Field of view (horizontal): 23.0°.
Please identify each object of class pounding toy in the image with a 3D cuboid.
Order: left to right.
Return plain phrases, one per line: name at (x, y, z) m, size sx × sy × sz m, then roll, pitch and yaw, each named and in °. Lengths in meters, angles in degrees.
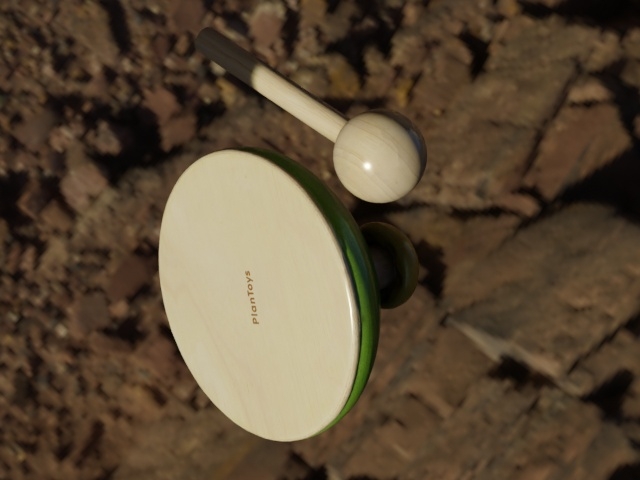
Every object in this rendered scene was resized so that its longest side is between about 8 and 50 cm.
pounding toy at (0.000, 0.000, 0.971) m, size 0.110 × 0.183 × 0.237 m, roll -17°, pitch 129°, yaw -41°
